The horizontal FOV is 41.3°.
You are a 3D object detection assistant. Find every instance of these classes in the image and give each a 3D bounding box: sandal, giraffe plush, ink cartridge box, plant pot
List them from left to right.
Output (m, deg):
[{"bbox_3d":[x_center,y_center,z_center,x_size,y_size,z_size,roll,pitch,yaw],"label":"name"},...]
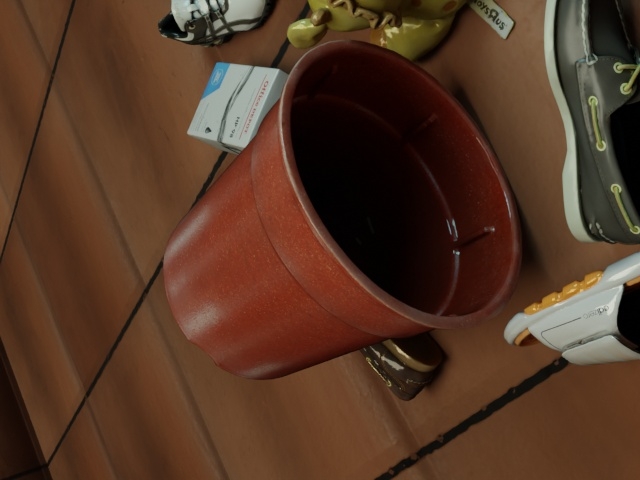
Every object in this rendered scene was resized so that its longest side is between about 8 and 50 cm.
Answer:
[{"bbox_3d":[-0.079,-0.156,1.041,0.180,0.060,0.104,19,86,50],"label":"ink cartridge box"},{"bbox_3d":[0.000,0.000,0.807,0.265,0.272,0.272,-35,73,44],"label":"plant pot"},{"bbox_3d":[0.049,-0.239,0.779,0.210,0.170,0.181,41,131,39],"label":"giraffe plush"},{"bbox_3d":[0.250,0.052,0.662,0.265,0.102,0.076,-42,65,49],"label":"sandal"}]

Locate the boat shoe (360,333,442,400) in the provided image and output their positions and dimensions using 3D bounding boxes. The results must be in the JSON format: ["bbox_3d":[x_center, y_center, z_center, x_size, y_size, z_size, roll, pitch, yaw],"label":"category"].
[{"bbox_3d":[0.050,0.092,0.970,0.207,0.073,0.073,52,135,30],"label":"boat shoe"}]

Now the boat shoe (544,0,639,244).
[{"bbox_3d":[0.229,-0.107,0.662,0.068,0.081,0.228,7,113,50],"label":"boat shoe"}]

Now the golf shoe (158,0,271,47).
[{"bbox_3d":[-0.136,-0.294,1.082,0.198,0.093,0.077,-21,83,53],"label":"golf shoe"}]
